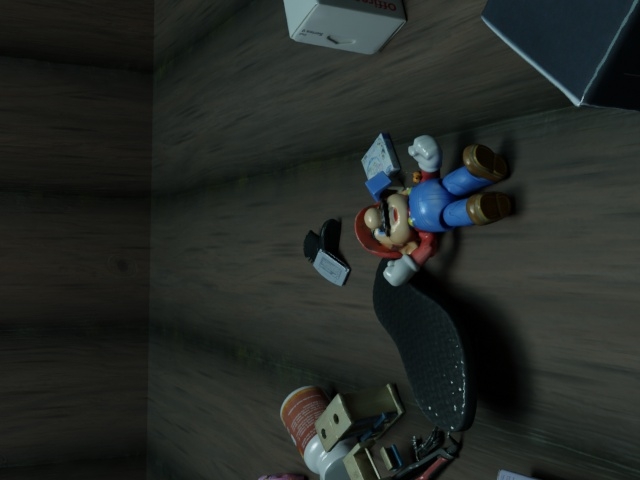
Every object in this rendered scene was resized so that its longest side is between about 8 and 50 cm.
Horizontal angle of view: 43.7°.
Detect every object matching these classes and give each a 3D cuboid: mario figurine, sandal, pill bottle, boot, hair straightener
[{"bbox_3d":[0.159,-0.049,1.356,0.321,0.170,0.198,-27,24,52],"label":"mario figurine"},{"bbox_3d":[0.201,0.154,1.377,0.445,0.107,0.167,-113,33,-61],"label":"sandal"},{"bbox_3d":[0.005,0.417,1.696,0.216,0.121,0.121,50,132,53],"label":"pill bottle"},{"bbox_3d":[0.000,0.000,1.806,0.099,0.045,0.121,29,121,56],"label":"boot"},{"bbox_3d":[0.180,0.391,1.441,0.230,0.047,0.089,-62,38,41],"label":"hair straightener"}]

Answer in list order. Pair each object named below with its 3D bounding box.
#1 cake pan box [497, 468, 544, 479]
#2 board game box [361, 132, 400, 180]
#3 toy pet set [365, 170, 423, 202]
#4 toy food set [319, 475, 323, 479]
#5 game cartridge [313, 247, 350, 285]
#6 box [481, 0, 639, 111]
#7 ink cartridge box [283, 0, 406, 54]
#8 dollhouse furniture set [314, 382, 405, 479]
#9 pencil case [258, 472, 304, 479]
[{"bbox_3d":[0.311,0.465,1.075,0.246,0.070,0.266,-13,57,63],"label":"cake pan box"},{"bbox_3d":[0.121,-0.153,1.608,0.090,0.020,0.090,-53,43,48],"label":"board game box"},{"bbox_3d":[0.139,-0.087,1.523,0.114,0.065,0.122,58,137,47],"label":"toy pet set"},{"bbox_3d":[0.059,0.567,1.651,0.232,0.105,0.111,-105,13,-64],"label":"toy food set"},{"bbox_3d":[0.024,0.061,1.752,0.083,0.017,0.056,36,123,20],"label":"game cartridge"},{"bbox_3d":[0.399,-0.336,0.788,0.212,0.294,0.395,61,139,45],"label":"box"},{"bbox_3d":[0.034,-0.537,1.591,0.121,0.211,0.289,-39,56,54],"label":"ink cartridge box"},{"bbox_3d":[0.095,0.393,1.523,0.129,0.129,0.183,-59,46,44],"label":"dollhouse furniture set"},{"bbox_3d":[-0.087,0.692,1.865,0.124,0.124,0.284,-24,67,60],"label":"pencil case"}]
